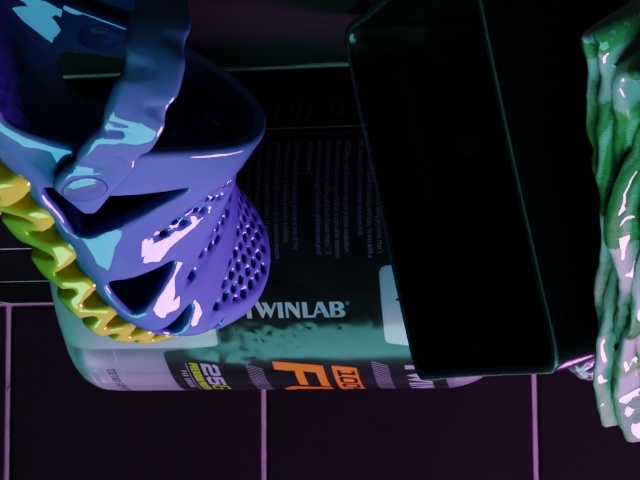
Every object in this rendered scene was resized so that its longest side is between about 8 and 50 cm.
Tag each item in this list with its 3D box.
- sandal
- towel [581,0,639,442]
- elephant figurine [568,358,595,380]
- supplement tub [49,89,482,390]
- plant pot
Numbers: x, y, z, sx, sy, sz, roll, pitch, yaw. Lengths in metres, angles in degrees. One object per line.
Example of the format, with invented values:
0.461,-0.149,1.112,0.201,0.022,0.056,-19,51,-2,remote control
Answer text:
-0.087,-0.040,0.791,0.138,0.126,0.317,-13,155,16,sandal
0.196,-0.044,0.540,0.248,0.038,0.325,-33,156,-4,towel
0.288,0.008,1.200,0.239,0.186,0.169,-31,134,30,elephant figurine
0.000,0.000,1.028,0.316,0.194,0.193,-2,174,10,supplement tub
0.130,-0.042,0.764,0.167,0.188,0.188,-11,177,-17,plant pot
